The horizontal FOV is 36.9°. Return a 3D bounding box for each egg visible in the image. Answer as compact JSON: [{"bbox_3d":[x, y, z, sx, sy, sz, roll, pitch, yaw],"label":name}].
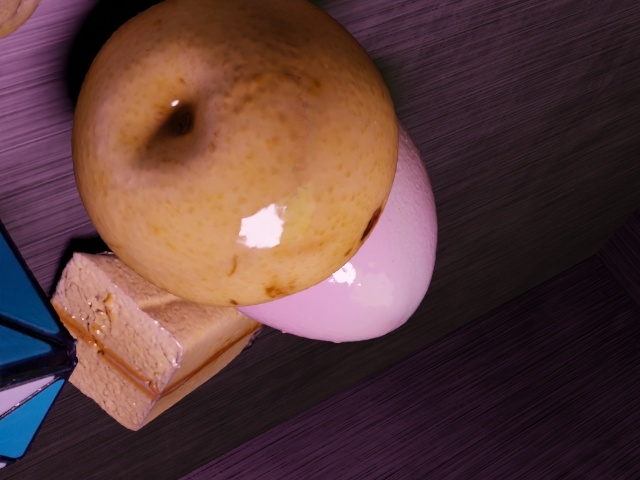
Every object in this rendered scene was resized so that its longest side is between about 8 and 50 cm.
[{"bbox_3d":[0.002,-0.017,1.318,0.354,0.340,0.354,-32,159,-13],"label":"egg"}]

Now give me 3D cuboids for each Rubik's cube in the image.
[{"bbox_3d":[-0.456,0.129,1.059,0.246,0.248,0.250,-16,152,-44],"label":"Rubik's cube"}]

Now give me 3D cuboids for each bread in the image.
[{"bbox_3d":[-0.236,0.113,1.528,0.345,0.242,0.405,-47,175,38],"label":"bread"}]

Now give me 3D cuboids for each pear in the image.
[{"bbox_3d":[-0.086,-0.095,1.002,0.348,0.348,0.348,-30,160,-12],"label":"pear"}]

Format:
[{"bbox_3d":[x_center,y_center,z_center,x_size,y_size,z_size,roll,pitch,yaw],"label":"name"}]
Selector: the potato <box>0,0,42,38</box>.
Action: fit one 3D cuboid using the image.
[{"bbox_3d":[-0.269,-0.235,0.671,0.235,0.160,0.178,-64,172,29],"label":"potato"}]
